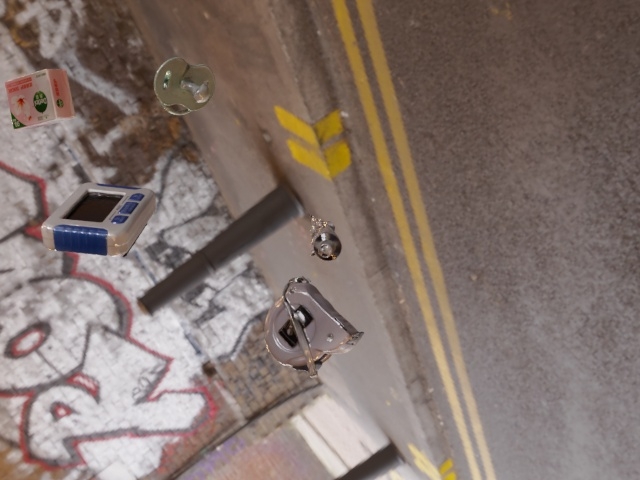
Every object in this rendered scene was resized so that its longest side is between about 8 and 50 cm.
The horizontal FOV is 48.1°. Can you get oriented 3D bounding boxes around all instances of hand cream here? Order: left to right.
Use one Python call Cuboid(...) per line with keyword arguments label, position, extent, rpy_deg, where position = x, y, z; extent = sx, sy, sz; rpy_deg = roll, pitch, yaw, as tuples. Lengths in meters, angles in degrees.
Cuboid(label="hand cream", position=(0.004, 0.000, 1.360), extent=(0.257, 0.050, 0.084), rpy_deg=(-137, 42, -82))

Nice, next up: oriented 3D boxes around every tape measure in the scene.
Cuboid(label="tape measure", position=(-0.040, 0.217, 1.740), extent=(0.236, 0.197, 0.120), rpy_deg=(44, -170, 27))

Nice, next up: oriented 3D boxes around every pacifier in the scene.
Cuboid(label="pacifier", position=(-0.282, -0.321, 1.541), extent=(0.150, 0.127, 0.116), rpy_deg=(13, -162, -48))

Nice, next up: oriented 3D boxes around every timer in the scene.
Cuboid(label="timer", position=(-0.465, -0.042, 1.530), extent=(0.253, 0.178, 0.078), rpy_deg=(-79, -6, -63))

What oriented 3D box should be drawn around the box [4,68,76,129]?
Cuboid(label="box", position=(-0.499, -0.250, 1.273), extent=(0.125, 0.043, 0.089), rpy_deg=(-6, 97, 33))
